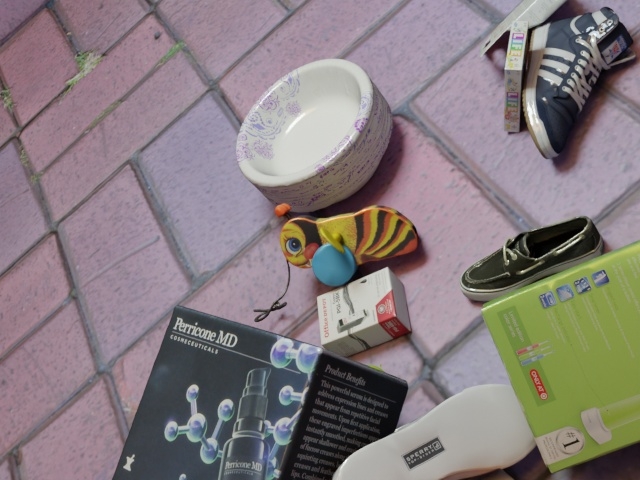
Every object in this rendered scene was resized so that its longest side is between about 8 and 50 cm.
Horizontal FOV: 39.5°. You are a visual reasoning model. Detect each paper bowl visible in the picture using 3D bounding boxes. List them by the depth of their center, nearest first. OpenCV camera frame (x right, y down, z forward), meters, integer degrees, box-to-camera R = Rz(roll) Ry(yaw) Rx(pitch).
[{"bbox_3d":[0.000,-0.178,1.624,0.284,0.148,0.284,-20,47,24],"label":"paper bowl"}]

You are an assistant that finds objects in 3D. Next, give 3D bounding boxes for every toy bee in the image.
[{"bbox_3d":[0.000,0.000,1.455,0.298,0.162,0.195,-26,3,-10],"label":"toy bee"}]

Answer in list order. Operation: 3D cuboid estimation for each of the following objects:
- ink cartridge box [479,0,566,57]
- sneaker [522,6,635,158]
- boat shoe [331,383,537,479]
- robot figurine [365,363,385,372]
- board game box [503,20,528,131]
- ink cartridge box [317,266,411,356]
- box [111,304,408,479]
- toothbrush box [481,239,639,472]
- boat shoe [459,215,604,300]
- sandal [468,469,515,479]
[{"bbox_3d":[0.354,-0.380,1.549,0.179,0.045,0.145,-47,6,21],"label":"ink cartridge box"},{"bbox_3d":[0.412,-0.260,1.411,0.153,0.099,0.282,-12,49,32],"label":"sneaker"},{"bbox_3d":[0.144,0.273,1.135,0.301,0.102,0.108,-22,74,-22],"label":"boat shoe"},{"bbox_3d":[0.059,0.233,1.324,0.115,0.067,0.101,-46,31,-1],"label":"robot figurine"},{"bbox_3d":[0.317,-0.264,1.447,0.026,0.154,0.103,6,60,15],"label":"board game box"},{"bbox_3d":[0.066,0.117,1.415,0.135,0.056,0.099,-25,47,20],"label":"ink cartridge box"},{"bbox_3d":[-0.103,0.324,1.219,0.293,0.212,0.395,10,77,42],"label":"box"},{"bbox_3d":[0.359,0.118,1.049,0.283,0.122,0.206,-25,84,11],"label":"toothbrush box"},{"bbox_3d":[0.297,0.020,1.303,0.219,0.070,0.078,-24,45,20],"label":"boat shoe"},{"bbox_3d":[0.224,0.347,1.118,0.102,0.076,0.265,-27,23,-3],"label":"sandal"}]
